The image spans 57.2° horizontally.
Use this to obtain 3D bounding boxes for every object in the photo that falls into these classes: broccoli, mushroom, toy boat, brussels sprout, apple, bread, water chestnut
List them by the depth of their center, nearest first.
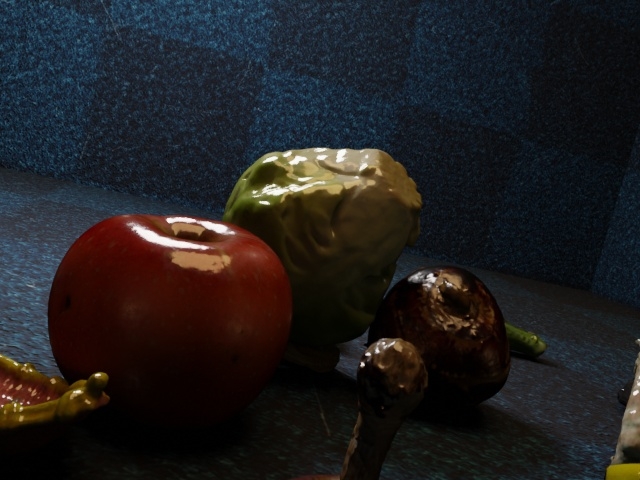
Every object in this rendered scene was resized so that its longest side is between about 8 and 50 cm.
[{"bbox_3d":[0.031,0.162,0.391,0.147,0.218,0.227,13,6,0],"label":"mushroom"},{"bbox_3d":[-0.329,0.124,0.527,0.317,0.099,0.141,13,7,16],"label":"toy boat"},{"bbox_3d":[-0.164,0.085,0.655,0.260,0.217,0.260,14,8,-2],"label":"apple"},{"bbox_3d":[-0.013,-0.002,0.861,0.273,0.317,0.242,28,19,5],"label":"brussels sprout"},{"bbox_3d":[0.176,0.160,0.898,0.223,0.238,0.224,20,44,-21],"label":"water chestnut"},{"bbox_3d":[-0.022,0.174,0.935,0.110,0.044,0.083,22,12,37],"label":"bread"},{"bbox_3d":[0.370,0.186,1.338,0.303,0.146,0.165,26,11,0],"label":"broccoli"}]

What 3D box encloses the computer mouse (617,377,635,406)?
[{"bbox_3d":[0.658,0.308,1.065,0.217,0.074,0.122,9,2,22],"label":"computer mouse"}]

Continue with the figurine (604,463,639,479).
[{"bbox_3d":[0.343,0.264,0.432,0.218,0.169,0.326,33,15,18],"label":"figurine"}]

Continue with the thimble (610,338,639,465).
[{"bbox_3d":[0.459,0.241,0.748,0.148,0.196,0.229,14,36,32],"label":"thimble"}]
